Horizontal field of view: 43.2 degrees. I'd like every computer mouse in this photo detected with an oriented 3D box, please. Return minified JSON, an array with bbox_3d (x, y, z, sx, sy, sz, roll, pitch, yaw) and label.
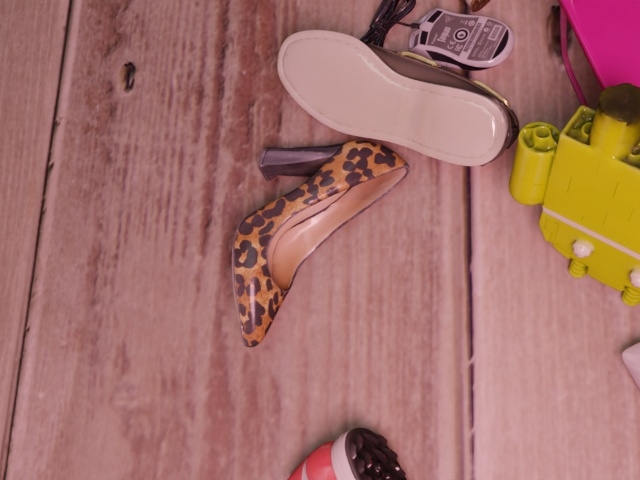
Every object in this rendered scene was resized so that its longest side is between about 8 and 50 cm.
[{"bbox_3d":[0.147,-0.246,0.992,0.193,0.042,0.106,24,78,28],"label":"computer mouse"}]

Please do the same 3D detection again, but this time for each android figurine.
[{"bbox_3d":[0.295,-0.024,0.761,0.248,0.273,0.056,31,66,21],"label":"android figurine"}]

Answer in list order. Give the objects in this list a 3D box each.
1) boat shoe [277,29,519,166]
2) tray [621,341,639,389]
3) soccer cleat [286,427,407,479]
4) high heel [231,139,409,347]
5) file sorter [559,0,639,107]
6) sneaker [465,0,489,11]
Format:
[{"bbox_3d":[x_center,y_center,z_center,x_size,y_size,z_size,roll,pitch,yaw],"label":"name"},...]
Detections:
[{"bbox_3d":[0.088,-0.171,0.960,0.305,0.091,0.109,26,114,23],"label":"boat shoe"},{"bbox_3d":[0.438,0.111,0.753,0.270,0.030,0.145,-32,78,21],"label":"tray"},{"bbox_3d":[0.068,0.355,0.816,0.116,0.109,0.318,-36,68,28],"label":"soccer cleat"},{"bbox_3d":[0.000,0.000,0.933,0.186,0.093,0.261,1,67,21],"label":"high heel"},{"bbox_3d":[0.410,-0.204,0.820,0.291,0.182,0.202,-21,68,10],"label":"file sorter"},{"bbox_3d":[0.216,-0.380,0.995,0.086,0.064,0.192,40,92,18],"label":"sneaker"}]
